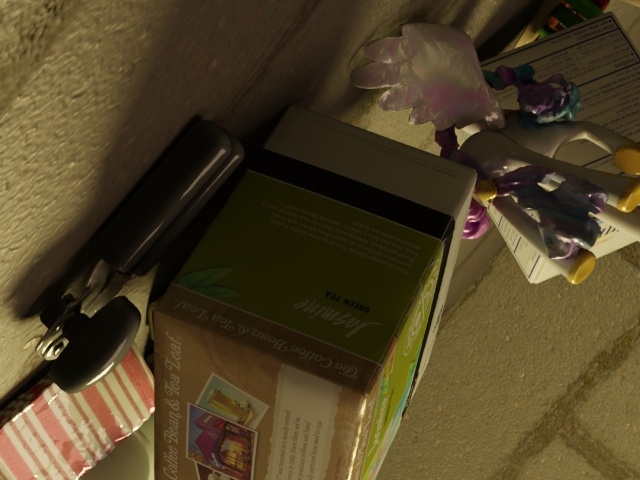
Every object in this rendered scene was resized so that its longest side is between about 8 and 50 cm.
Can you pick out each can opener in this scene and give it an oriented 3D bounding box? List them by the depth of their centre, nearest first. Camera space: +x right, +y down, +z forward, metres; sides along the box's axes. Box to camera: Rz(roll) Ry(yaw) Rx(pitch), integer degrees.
[{"bbox_3d":[-0.165,0.015,1.267,0.280,0.093,0.074,-53,166,4],"label":"can opener"}]

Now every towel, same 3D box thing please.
[{"bbox_3d":[-0.265,0.189,1.453,0.197,0.029,0.144,-40,137,-21],"label":"towel"}]

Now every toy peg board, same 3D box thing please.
[{"bbox_3d":[0.386,-0.334,2.042,0.160,0.079,0.161,-36,163,-42],"label":"toy peg board"}]

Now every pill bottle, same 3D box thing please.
[{"bbox_3d":[-0.236,0.288,1.659,0.169,0.169,0.301,-46,168,-5],"label":"pill bottle"}]

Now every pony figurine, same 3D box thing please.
[{"bbox_3d":[0.198,-0.094,1.604,0.351,0.363,0.303,-21,136,-47],"label":"pony figurine"}]

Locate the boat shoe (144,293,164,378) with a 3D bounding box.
[{"bbox_3d":[-0.142,0.137,1.641,0.103,0.113,0.302,-36,163,-24],"label":"boat shoe"}]

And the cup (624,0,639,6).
[{"bbox_3d":[0.616,-0.446,1.978,0.331,0.237,0.331,-54,166,-19],"label":"cup"}]

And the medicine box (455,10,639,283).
[{"bbox_3d":[0.348,-0.130,1.890,0.263,0.289,0.149,-22,159,-14],"label":"medicine box"}]

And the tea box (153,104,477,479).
[{"bbox_3d":[-0.011,0.101,1.414,0.329,0.220,0.323,97,18,-48],"label":"tea box"}]
